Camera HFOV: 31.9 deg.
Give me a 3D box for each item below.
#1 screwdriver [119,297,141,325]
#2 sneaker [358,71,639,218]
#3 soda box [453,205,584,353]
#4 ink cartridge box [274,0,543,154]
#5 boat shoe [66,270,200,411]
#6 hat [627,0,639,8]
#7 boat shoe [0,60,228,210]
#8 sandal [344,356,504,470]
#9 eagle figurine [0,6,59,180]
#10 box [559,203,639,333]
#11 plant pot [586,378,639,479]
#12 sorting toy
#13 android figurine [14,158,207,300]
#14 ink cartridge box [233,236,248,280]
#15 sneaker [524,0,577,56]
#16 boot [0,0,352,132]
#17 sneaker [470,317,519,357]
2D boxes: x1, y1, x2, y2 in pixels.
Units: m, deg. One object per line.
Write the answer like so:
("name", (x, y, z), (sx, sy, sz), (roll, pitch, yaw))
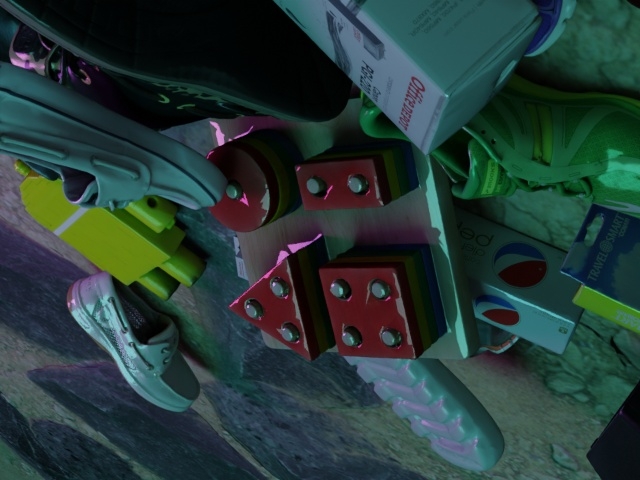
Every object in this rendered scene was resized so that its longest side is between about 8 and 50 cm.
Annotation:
("screwdriver", (-0.287, 0.124, 1.735), (0.024, 0.025, 0.170), (0, 139, 43))
("sneaker", (0.165, -0.070, 0.906), (0.295, 0.123, 0.109), (23, 150, 14))
("soda box", (0.159, 0.028, 1.113), (0.216, 0.074, 0.069), (24, 149, 14))
("ink cartridge box", (0.039, -0.179, 0.789), (0.218, 0.092, 0.158), (45, 173, 7))
("boat shoe", (-0.257, 0.152, 1.677), (0.096, 0.098, 0.277), (-26, 123, 23))
("hat", (0.235, -0.100, 0.714), (0.183, 0.208, 0.173), (-1, 114, 19))
("boat shoe", (-0.197, -0.068, 0.982), (0.258, 0.084, 0.095), (25, 168, -36))
("sandal", (0.071, 0.076, 1.246), (0.416, 0.102, 0.169), (54, 156, -10))
("eagle figurine", (-0.416, -0.170, 1.236), (0.298, 0.225, 0.226), (34, -177, -43))
("box", (0.299, 0.034, 0.954), (0.178, 0.109, 0.042), (26, 152, 10))
("plant pot", (0.370, 0.192, 1.075), (0.167, 0.187, 0.188), (36, 153, 16))
("sorting toy", (0.000, 0.000, 1.074), (0.255, 0.089, 0.257), (-1, 109, 39))
("android figurine", (-0.281, -0.026, 1.465), (0.273, 0.056, 0.248), (38, 151, -13))
("ink cartridge box", (-0.076, 0.032, 1.388), (0.083, 0.028, 0.048), (23, 150, 15))
("sneaker", (0.136, -0.197, 0.776), (0.068, 0.071, 0.170), (53, 160, 35))
("boot", (-0.191, -0.184, 0.973), (0.377, 0.138, 0.284), (15, 170, -39))
("sneaker", (0.176, 0.082, 1.200), (0.065, 0.061, 0.158), (42, 149, -6))
